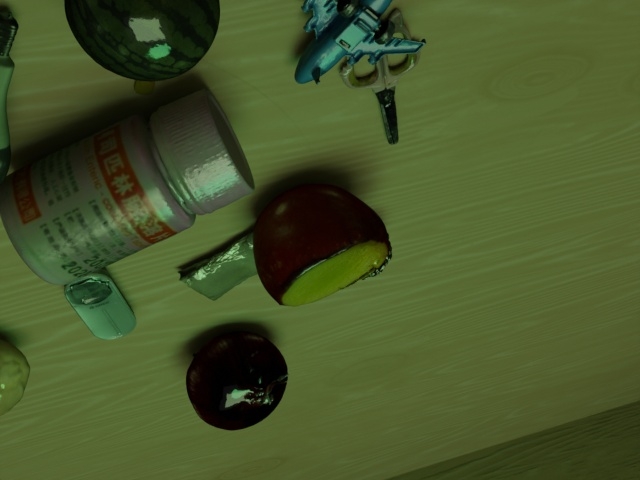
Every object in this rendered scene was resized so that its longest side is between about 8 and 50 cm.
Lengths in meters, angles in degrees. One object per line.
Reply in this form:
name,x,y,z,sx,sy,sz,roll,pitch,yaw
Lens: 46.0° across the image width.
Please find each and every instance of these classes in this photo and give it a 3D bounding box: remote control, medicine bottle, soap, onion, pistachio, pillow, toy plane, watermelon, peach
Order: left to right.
pistachio,-0.783,0.304,1.620,0.299,0.188,0.188,-8,142,-8
remote control,-0.481,0.139,1.653,0.104,0.052,0.247,-19,143,-6
medicine bottle,-0.325,-0.091,1.296,0.388,0.219,0.219,-23,144,3
watermelon,-0.245,-0.326,1.053,0.212,0.212,0.212,-14,143,-10
soap,-0.288,-0.277,1.252,0.034,0.012,0.089,0,139,-26
pillow,-0.189,0.055,1.697,0.229,0.050,0.148,-29,150,11
onion,-0.192,0.366,1.908,0.273,0.285,0.273,-14,113,-35
peach,0.000,0.000,1.560,0.274,0.245,0.248,-22,-175,13
toy plane,0.050,-0.354,1.244,0.254,0.105,0.271,30,115,-30

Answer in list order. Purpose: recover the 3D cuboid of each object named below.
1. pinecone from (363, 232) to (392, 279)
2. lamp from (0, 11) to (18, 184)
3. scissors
pinecone,0.100,0.021,1.732,0.140,0.140,0.121,-31,169,13
lamp,-0.551,-0.192,1.115,0.181,0.182,0.314,1,124,-27
scissors,0.120,-0.291,1.427,0.160,0.024,0.318,-20,143,-3
